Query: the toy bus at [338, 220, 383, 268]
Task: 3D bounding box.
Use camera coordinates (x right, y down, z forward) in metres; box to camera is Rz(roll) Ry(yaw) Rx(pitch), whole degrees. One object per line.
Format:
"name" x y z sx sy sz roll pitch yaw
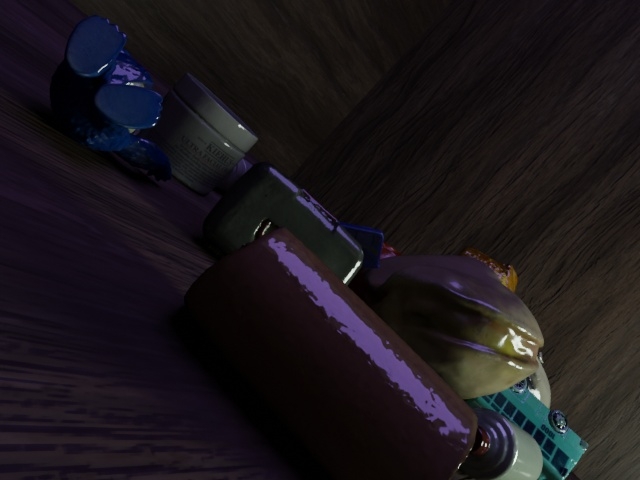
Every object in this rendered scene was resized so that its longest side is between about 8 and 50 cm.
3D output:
"toy bus" 0.000 -0.002 0.952 0.236 0.094 0.079 12 0 -1

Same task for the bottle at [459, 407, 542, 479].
"bottle" 0.271 0.326 0.782 0.245 0.104 0.104 39 6 -47

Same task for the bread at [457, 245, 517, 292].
"bread" 0.414 0.214 1.503 0.215 0.398 0.398 38 3 12

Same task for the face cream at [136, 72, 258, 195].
"face cream" -0.229 -0.195 0.932 0.177 0.153 0.177 42 6 -6

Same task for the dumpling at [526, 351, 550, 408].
"dumpling" 0.497 0.404 1.318 0.204 0.293 0.163 -3 0 22

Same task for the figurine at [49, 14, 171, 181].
"figurine" -0.270 -0.169 0.637 0.262 0.120 0.164 138 -69 -73

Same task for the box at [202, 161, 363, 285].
"box" -0.054 0.003 0.710 0.210 0.148 0.129 42 -7 -10

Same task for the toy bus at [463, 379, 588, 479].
"toy bus" 0.436 0.411 1.104 0.256 0.147 0.128 44 -32 11

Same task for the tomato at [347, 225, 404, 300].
"tomato" 0.117 0.077 1.242 0.260 0.180 0.260 40 4 -3

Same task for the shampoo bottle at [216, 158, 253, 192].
"shampoo bottle" -0.196 -0.148 1.169 0.092 0.092 0.303 45 5 15

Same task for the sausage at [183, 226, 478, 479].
"sausage" -0.002 0.097 0.417 0.253 0.123 0.123 43 4 11

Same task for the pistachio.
"pistachio" 0.238 0.154 0.971 0.365 0.281 0.445 19 -3 14
